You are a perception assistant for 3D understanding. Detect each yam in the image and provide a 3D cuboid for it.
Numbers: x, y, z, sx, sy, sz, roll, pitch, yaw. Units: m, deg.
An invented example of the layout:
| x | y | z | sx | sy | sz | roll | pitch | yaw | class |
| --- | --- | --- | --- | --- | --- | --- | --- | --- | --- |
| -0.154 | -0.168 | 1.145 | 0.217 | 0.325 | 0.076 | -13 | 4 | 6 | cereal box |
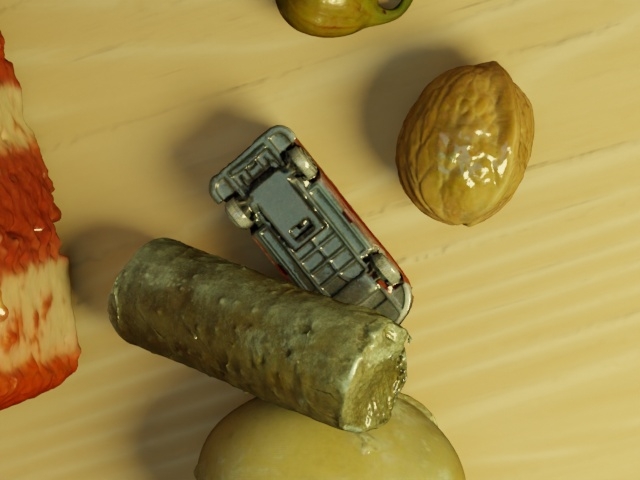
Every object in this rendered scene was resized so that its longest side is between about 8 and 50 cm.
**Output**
| x | y | z | sx | sy | sz | roll | pitch | yaw | class |
| --- | --- | --- | --- | --- | --- | --- | --- | --- | --- |
| -0.044 | 0.067 | 1.416 | 0.259 | 0.093 | 0.093 | 18 | 98 | 43 | yam |

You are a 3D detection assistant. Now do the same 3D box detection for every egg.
| x | y | z | sx | sy | sz | roll | pitch | yaw | class |
| --- | --- | --- | --- | --- | --- | --- | --- | --- | --- |
| 0.008 | 0.179 | 1.450 | 0.201 | 0.164 | 0.164 | 5 | 94 | 13 | egg |

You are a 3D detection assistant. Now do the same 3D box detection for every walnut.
| x | y | z | sx | sy | sz | roll | pitch | yaw | class |
| --- | --- | --- | --- | --- | --- | --- | --- | --- | --- |
| 0.108 | -0.072 | 1.446 | 0.105 | 0.105 | 0.124 | 16 | 95 | 8 | walnut |

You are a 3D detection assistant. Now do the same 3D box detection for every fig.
| x | y | z | sx | sy | sz | roll | pitch | yaw | class |
| --- | --- | --- | --- | --- | --- | --- | --- | --- | --- |
| 0.014 | -0.185 | 1.470 | 0.098 | 0.082 | 0.084 | 39 | 63 | -10 | fig |

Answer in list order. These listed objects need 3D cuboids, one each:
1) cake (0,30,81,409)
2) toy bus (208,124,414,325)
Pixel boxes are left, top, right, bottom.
| x | y | z | sx | sy | sz | roll | pitch | yaw | class |
| --- | --- | --- | --- | --- | --- | --- | --- | --- | --- |
| -0.347 | -0.002 | 1.441 | 0.269 | 0.270 | 0.319 | -17 | 92 | 10 | cake |
| 0.000 | 0.000 | 1.479 | 0.079 | 0.077 | 0.174 | -40 | 88 | 9 | toy bus |
